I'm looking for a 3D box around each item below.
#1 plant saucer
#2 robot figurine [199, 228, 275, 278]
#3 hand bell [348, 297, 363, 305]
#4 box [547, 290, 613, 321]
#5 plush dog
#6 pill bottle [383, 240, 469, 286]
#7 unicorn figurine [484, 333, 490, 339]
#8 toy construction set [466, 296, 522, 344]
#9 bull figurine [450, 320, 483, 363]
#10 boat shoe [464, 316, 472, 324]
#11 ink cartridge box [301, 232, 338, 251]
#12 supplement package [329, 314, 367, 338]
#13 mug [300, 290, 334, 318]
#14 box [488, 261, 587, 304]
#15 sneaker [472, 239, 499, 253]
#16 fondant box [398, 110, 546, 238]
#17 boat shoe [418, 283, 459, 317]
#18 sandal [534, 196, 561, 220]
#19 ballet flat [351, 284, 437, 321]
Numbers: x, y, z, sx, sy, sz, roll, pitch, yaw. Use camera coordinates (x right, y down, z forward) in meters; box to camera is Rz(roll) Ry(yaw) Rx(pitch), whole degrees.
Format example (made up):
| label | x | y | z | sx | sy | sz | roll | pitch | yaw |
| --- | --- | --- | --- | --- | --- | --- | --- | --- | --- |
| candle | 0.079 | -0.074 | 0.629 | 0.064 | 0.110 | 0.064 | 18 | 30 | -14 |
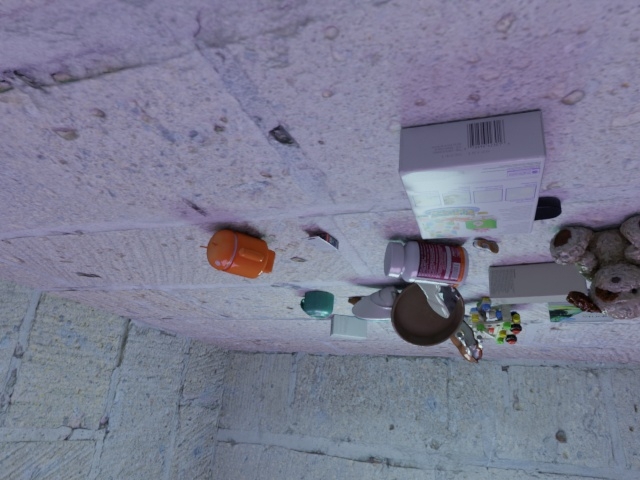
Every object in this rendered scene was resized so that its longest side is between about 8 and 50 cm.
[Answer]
| label | x | y | z | sx | sy | sz | roll | pitch | yaw |
| --- | --- | --- | --- | --- | --- | --- | --- | --- | --- |
| plant saucer | 0.395 | 0.265 | 1.714 | 0.277 | 0.278 | 0.041 | 6 | -162 | -5 |
| robot figurine | -0.244 | 0.041 | 1.379 | 0.219 | 0.158 | 0.128 | 19 | 115 | -34 |
| hand bell | 0.227 | 0.273 | 1.959 | 0.241 | 0.126 | 0.126 | 8 | 163 | 30 |
| box | 1.002 | 0.257 | 1.771 | 0.232 | 0.059 | 0.322 | -6 | 156 | 26 |
| plush dog | 0.728 | 0.083 | 1.140 | 0.262 | 0.226 | 0.210 | -11 | 154 | 35 |
| pill bottle | 0.302 | 0.065 | 1.331 | 0.220 | 0.121 | 0.121 | 7 | 159 | -4 |
| unicorn figurine | 0.843 | 0.436 | 2.286 | 0.111 | 0.060 | 0.162 | -10 | 139 | 34 |
| toy construction set | 0.717 | 0.348 | 1.935 | 0.214 | 0.151 | 0.328 | 0 | 159 | 11 |
| bull figurine | 0.565 | 0.361 | 1.915 | 0.101 | 0.310 | 0.188 | -31 | 143 | -5 |
| boat shoe | 0.643 | 0.422 | 2.240 | 0.075 | 0.083 | 0.226 | 15 | 156 | -23 |
| ink cartridge box | 0.000 | 0.000 | 1.357 | 0.062 | 0.029 | 0.115 | -8 | 155 | 30 |
| supplement package | 0.146 | 0.454 | 2.400 | 0.179 | 0.105 | 0.105 | 8 | 158 | -7 |
| mug | -0.012 | 0.286 | 2.006 | 0.129 | 0.098 | 0.158 | 10 | 158 | -13 |
| box | 0.678 | 0.136 | 1.452 | 0.274 | 0.113 | 0.094 | -5 | 158 | 27 |
| sneaker | 0.466 | 0.016 | 1.305 | 0.083 | 0.032 | 0.037 | 20 | 169 | -23 |
| fondant box | 0.302 | -0.108 | 0.921 | 0.238 | 0.096 | 0.330 | -3 | 157 | 19 |
| boat shoe | 0.394 | 0.140 | 1.549 | 0.112 | 0.095 | 0.335 | 28 | 161 | 40 |
| sandal | 0.428 | -0.051 | 1.093 | 0.254 | 0.055 | 0.097 | -9 | 155 | 32 |
| ballet flat | 0.321 | 0.231 | 1.780 | 0.399 | 0.139 | 0.139 | 1 | 159 | 0 |
